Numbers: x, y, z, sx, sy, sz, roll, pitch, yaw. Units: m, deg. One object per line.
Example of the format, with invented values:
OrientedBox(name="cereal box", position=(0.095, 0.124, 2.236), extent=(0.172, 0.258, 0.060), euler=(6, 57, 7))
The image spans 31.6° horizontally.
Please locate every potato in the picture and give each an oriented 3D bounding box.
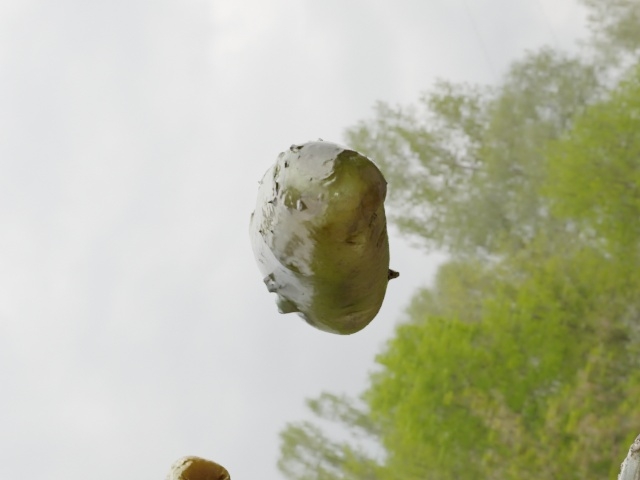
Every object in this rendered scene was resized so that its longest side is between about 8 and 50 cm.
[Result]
OrientedBox(name="potato", position=(0.000, 0.000, 0.724), extent=(0.085, 0.105, 0.188), euler=(-52, -11, -23))

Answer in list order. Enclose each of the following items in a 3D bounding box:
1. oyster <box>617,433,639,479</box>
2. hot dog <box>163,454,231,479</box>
OrientedBox(name="oyster", position=(0.152, 0.131, 0.474), extent=(0.086, 0.029, 0.132), euler=(-137, 56, -74))
OrientedBox(name="hot dog", position=(-0.167, 0.385, 1.374), extent=(0.073, 0.084, 0.242), euler=(158, 127, -70))
